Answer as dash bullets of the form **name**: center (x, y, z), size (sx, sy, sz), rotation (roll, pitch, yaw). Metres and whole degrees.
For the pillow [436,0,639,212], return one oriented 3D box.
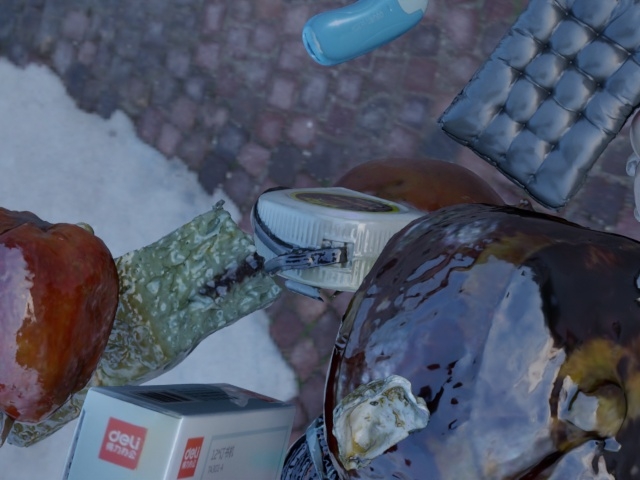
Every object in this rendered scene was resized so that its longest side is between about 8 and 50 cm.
- **pillow**: center (0.345, -0.223, 1.634), size (0.228, 0.101, 0.326), rotation (37, 100, 3)

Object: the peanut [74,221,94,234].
- **peanut**: center (-0.259, 0.012, 1.250), size (0.037, 0.037, 0.083), rotation (51, 143, 27)

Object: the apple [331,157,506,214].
- **apple**: center (0.164, 0.007, 1.876), size (0.328, 0.365, 0.295), rotation (-17, 103, -7)

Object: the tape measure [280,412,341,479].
- **tape measure**: center (0.039, 0.290, 1.373), size (0.180, 0.107, 0.182), rotation (2, 80, 12)

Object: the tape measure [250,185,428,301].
- **tape measure**: center (0.000, 0.000, 1.618), size (0.271, 0.231, 0.133), rotation (22, 108, 47)

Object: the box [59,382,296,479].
- **box**: center (-0.106, 0.185, 0.917), size (0.079, 0.269, 0.135), rotation (16, 89, 18)

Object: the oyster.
- **oyster**: center (0.034, 0.115, 0.763), size (0.051, 0.034, 0.093), rotation (41, 127, -16)

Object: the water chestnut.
- **water chestnut**: center (0.137, 0.128, 0.977), size (0.347, 0.335, 0.335), rotation (3, 90, 51)

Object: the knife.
- **knife**: center (0.046, -0.215, 1.136), size (0.031, 0.222, 0.064), rotation (-20, 102, 39)

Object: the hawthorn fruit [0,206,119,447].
- **hawthorn fruit**: center (-0.257, 0.059, 1.000), size (0.173, 0.173, 0.179), rotation (26, 131, 35)

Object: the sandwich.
- **sandwich**: center (-0.191, 0.081, 1.308), size (0.325, 0.262, 0.131), rotation (-33, 90, 28)

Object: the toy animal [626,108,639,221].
- **toy animal**: center (0.526, -0.135, 1.650), size (0.345, 0.246, 0.278), rotation (-39, 73, 39)
